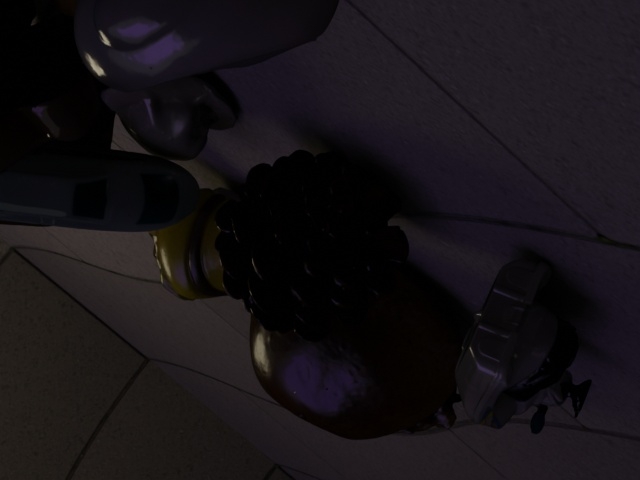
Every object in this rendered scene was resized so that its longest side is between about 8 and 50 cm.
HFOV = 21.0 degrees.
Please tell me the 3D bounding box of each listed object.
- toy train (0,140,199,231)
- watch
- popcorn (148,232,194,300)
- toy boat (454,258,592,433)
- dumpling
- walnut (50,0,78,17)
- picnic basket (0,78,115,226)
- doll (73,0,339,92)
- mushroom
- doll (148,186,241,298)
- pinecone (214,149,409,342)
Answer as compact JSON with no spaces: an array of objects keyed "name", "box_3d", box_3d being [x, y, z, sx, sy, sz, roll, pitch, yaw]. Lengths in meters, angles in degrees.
[{"name":"toy train","box_3d":[-0.335,-0.065,1.879,0.406,0.087,0.088,6,-166,-3]},{"name":"watch","box_3d":[-0.396,-0.239,1.702,0.335,0.314,0.327,-81,-31,-63]},{"name":"popcorn","box_3d":[-0.168,0.009,2.345,0.145,0.126,0.126,-136,25,-67]},{"name":"toy boat","box_3d":[0.206,0.118,1.757,0.140,0.141,0.269,31,167,23]},{"name":"dumpling","box_3d":[-0.160,-0.143,1.899,0.150,0.092,0.176,12,151,29]},{"name":"walnut","box_3d":[-0.223,-0.260,1.633,0.105,0.105,0.124,36,157,4]},{"name":"picnic basket","box_3d":[-0.427,-0.139,2.102,0.291,0.254,0.321,6,-174,-38]},{"name":"doll","box_3d":[-0.106,-0.231,1.347,0.251,0.221,0.221,-6,140,38]},{"name":"mushroom","box_3d":[0.047,0.134,2.036,0.283,0.195,0.263,30,133,-19]},{"name":"doll","box_3d":[-0.095,0.029,2.173,0.363,0.145,0.199,29,159,3]},{"name":"pinecone","box_3d":[0.000,0.000,1.778,0.207,0.208,0.208,35,166,10]}]
